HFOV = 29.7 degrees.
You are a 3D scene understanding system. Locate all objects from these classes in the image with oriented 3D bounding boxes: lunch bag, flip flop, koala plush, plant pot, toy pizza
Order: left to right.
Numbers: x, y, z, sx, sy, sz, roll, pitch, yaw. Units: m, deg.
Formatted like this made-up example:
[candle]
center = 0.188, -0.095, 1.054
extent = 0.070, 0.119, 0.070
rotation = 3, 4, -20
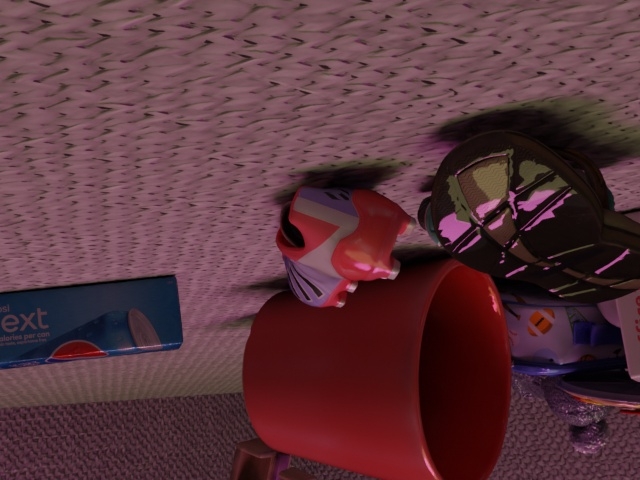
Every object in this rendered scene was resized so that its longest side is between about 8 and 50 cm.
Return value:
[plant pot]
center = 0.061, 0.155, 1.397
extent = 0.243, 0.274, 0.275
rotation = -2, 174, 30
[flip flop]
center = 0.169, -0.023, 0.868
extent = 0.112, 0.080, 0.277
rotation = -24, 152, 34
[koala plush]
center = 0.387, 0.211, 1.858
extent = 0.203, 0.196, 0.221
rotation = -13, -153, 1
[lunch bag]
center = 0.335, 0.117, 1.607
extent = 0.303, 0.114, 0.243
rotation = -3, -175, -28
[toy pizza]
center = 0.399, 0.194, 1.515
extent = 0.201, 0.032, 0.201
rotation = 1, -177, 0

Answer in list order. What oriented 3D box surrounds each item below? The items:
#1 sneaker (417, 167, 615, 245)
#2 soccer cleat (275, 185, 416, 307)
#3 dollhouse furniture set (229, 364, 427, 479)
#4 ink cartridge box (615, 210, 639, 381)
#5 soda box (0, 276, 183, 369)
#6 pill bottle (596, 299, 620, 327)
[sneaker]
center = 0.153, -0.027, 0.969
extent = 0.167, 0.065, 0.076
rotation = -2, -174, -15
[soccer cleat]
center = 0.000, 0.000, 0.964
extent = 0.095, 0.083, 0.248
rotation = 24, 169, -9
[dollhouse furniture set]
center = 0.072, 0.245, 1.653
extent = 0.303, 0.286, 0.198
rotation = 14, -175, 36
[ink cartridge box]
center = 0.425, 0.047, 1.239
extent = 0.233, 0.171, 0.168
rotation = -11, 168, 19
[soda box]
center = -0.249, 0.086, 1.233
extent = 0.210, 0.071, 0.067
rotation = -6, 171, -11
[pill bottle]
center = 0.437, 0.054, 1.493
extent = 0.184, 0.103, 0.103
rotation = -2, 169, -30
